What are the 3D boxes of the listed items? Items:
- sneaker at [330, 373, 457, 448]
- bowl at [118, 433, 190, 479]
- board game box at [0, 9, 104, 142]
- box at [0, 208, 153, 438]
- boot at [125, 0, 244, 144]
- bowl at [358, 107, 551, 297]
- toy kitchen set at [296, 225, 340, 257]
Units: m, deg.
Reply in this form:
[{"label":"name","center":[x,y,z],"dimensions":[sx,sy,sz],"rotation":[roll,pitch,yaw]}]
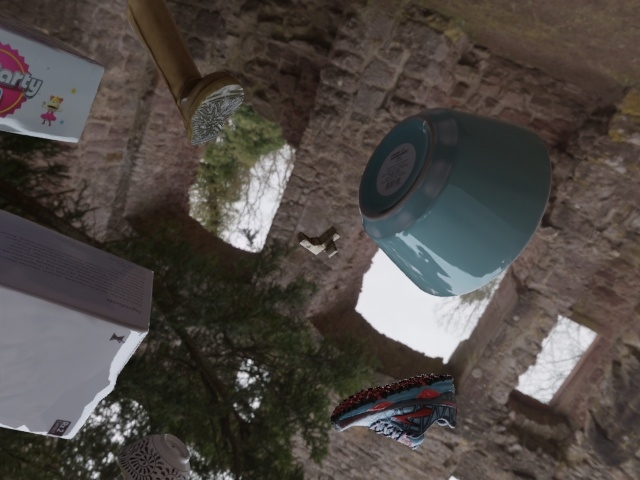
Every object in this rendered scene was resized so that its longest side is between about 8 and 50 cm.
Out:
[{"label":"sneaker","center":[0.152,0.342,0.835],"dimensions":[0.261,0.125,0.104],"rotation":[-10,168,-12]},{"label":"bowl","center":[-0.330,0.465,0.915],"dimensions":[0.170,0.080,0.170],"rotation":[40,170,8]},{"label":"board game box","center":[-0.404,-0.212,0.396],"dimensions":[0.303,0.098,0.224],"rotation":[30,-169,12]},{"label":"box","center":[-0.311,0.097,0.475],"dimensions":[0.182,0.181,0.119],"rotation":[29,-162,-30]},{"label":"boot","center":[-0.253,-0.329,0.766],"dimensions":[0.089,0.270,0.236],"rotation":[-27,-177,-31]},{"label":"bowl","center":[0.176,-0.082,0.692],"dimensions":[0.163,0.312,0.311],"rotation":[24,-162,-25]},{"label":"toy kitchen set","center":[0.000,0.000,1.118],"dimensions":[0.075,0.083,0.068],"rotation":[36,-157,-43]}]
